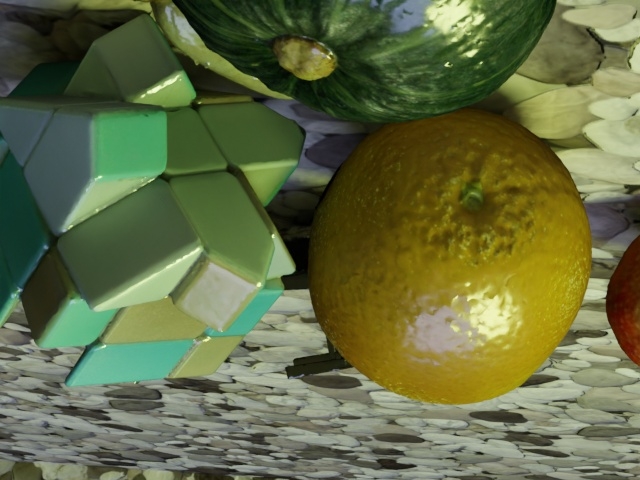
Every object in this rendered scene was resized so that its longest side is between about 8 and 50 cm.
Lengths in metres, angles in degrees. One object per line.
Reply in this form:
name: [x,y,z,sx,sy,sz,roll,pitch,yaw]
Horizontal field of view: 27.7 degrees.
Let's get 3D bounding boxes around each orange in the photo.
orange: [0.095,0.012,0.980,0.236,0.236,0.236,5,161,2]

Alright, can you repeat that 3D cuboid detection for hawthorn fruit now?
hawthorn fruit: [0.348,0.065,1.190,0.165,0.165,0.285,0,166,15]

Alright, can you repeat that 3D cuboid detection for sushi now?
sushi: [0.000,0.000,1.231,0.192,0.050,0.215,-11,-179,-41]

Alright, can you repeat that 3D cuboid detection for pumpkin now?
pumpkin: [0.016,-0.148,0.641,0.212,0.152,0.211,12,161,4]

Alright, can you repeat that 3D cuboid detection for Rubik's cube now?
Rubik's cube: [-0.129,-0.035,0.931,0.224,0.265,0.213,-2,144,-39]

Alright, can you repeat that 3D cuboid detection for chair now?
chair: [0.067,0.065,1.246,0.212,0.101,0.084,-9,-178,6]

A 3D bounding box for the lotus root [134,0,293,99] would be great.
lotus root: [-0.046,-0.142,0.785,0.090,0.077,0.183,-19,154,37]
